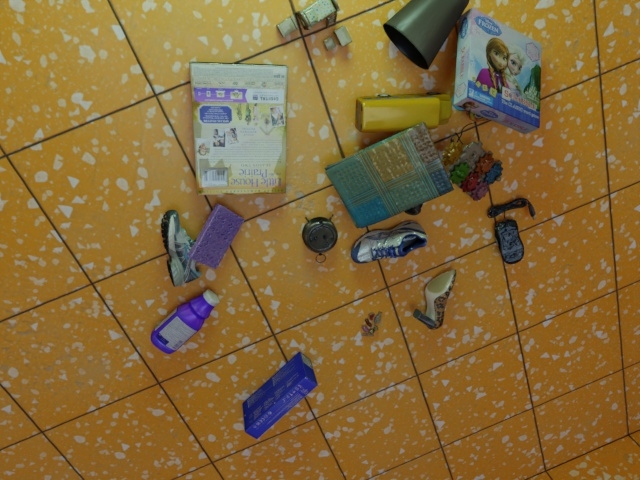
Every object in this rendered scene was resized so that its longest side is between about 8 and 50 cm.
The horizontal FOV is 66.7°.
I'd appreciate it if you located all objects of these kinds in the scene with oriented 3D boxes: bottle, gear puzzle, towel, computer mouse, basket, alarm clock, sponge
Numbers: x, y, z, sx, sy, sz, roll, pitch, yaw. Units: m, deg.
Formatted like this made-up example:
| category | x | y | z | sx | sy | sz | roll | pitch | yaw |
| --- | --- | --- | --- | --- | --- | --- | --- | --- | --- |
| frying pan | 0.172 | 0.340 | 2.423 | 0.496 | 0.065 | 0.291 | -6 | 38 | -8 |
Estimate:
| category | x | y | z | sx | sy | sz | roll | pitch | yaw |
| --- | --- | --- | --- | --- | --- | --- | --- | --- | --- |
| bottle | -0.499 | 0.297 | 1.812 | 0.283 | 0.092 | 0.118 | -42 | 116 | 8 |
| gear puzzle | 0.551 | -0.263 | 1.760 | 0.338 | 0.044 | 0.176 | 25 | 107 | -41 |
| towel | 0.236 | -0.213 | 1.675 | 0.369 | 0.040 | 0.272 | -23 | 114 | 17 |
| computer mouse | 0.782 | -0.046 | 1.957 | 0.183 | 0.060 | 0.262 | -24 | 104 | 4 |
| basket | 0.344 | -0.696 | 1.529 | 0.204 | 0.154 | 0.227 | 38 | 98 | -25 |
| alarm clock | 0.000 | 0.000 | 1.808 | 0.129 | 0.064 | 0.192 | -7 | 118 | -9 |
| sponge | -0.363 | -0.012 | 1.695 | 0.117 | 0.031 | 0.210 | 30 | 89 | -42 |

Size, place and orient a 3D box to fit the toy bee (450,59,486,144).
| category | x | y | z | sx | sy | sz | roll | pitch | yaw |
| --- | --- | --- | --- | --- | --- | --- | --- | --- | --- |
| toy bee | 0.543 | -0.473 | 1.659 | 0.195 | 0.162 | 0.299 | -48 | 135 | -38 |

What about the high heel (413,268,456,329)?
| category | x | y | z | sx | sy | sz | roll | pitch | yaw |
| --- | --- | --- | --- | --- | --- | --- | --- | --- | --- |
| high heel | 0.509 | 0.248 | 2.027 | 0.186 | 0.093 | 0.261 | 34 | 95 | -41 |

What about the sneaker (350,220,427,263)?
| category | x | y | z | sx | sy | sz | roll | pitch | yaw |
| --- | --- | --- | --- | --- | --- | --- | --- | --- | --- |
| sneaker | 0.258 | 0.017 | 1.831 | 0.296 | 0.131 | 0.112 | -24 | 118 | 1 |

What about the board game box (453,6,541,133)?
| category | x | y | z | sx | sy | sz | roll | pitch | yaw |
| --- | --- | --- | --- | --- | --- | --- | --- | --- | --- |
| board game box | 0.582 | -0.544 | 1.579 | 0.318 | 0.065 | 0.319 | 12 | 76 | -25 |

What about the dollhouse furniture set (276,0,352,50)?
| category | x | y | z | sx | sy | sz | roll | pitch | yaw |
| --- | --- | --- | --- | --- | --- | --- | --- | --- | --- |
| dollhouse furniture set | -0.013 | -0.638 | 1.500 | 0.181 | 0.101 | 0.161 | -32 | 116 | 3 |

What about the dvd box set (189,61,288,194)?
| category | x | y | z | sx | sy | sz | roll | pitch | yaw |
| --- | --- | --- | --- | --- | --- | --- | --- | --- | --- |
| dvd box set | -0.261 | -0.358 | 1.593 | 0.307 | 0.062 | 0.421 | -3 | 113 | -11 |

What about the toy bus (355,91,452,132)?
| category | x | y | z | sx | sy | sz | roll | pitch | yaw |
| --- | --- | --- | --- | --- | --- | --- | --- | --- | --- |
| toy bus | 0.285 | -0.432 | 1.638 | 0.332 | 0.130 | 0.108 | -5 | 114 | -10 |

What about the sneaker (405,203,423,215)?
| category | x | y | z | sx | sy | sz | roll | pitch | yaw |
| --- | --- | --- | --- | --- | --- | --- | --- | --- | --- |
| sneaker | 0.277 | -0.209 | 1.771 | 0.267 | 0.101 | 0.106 | 42 | 69 | -17 |

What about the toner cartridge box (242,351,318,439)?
| category | x | y | z | sx | sy | sz | roll | pitch | yaw |
| --- | --- | --- | --- | --- | --- | --- | --- | --- | --- |
| toner cartridge box | -0.171 | 0.631 | 1.990 | 0.348 | 0.165 | 0.075 | -43 | 115 | 9 |

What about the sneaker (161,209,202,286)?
| category | x | y | z | sx | sy | sz | roll | pitch | yaw |
| --- | --- | --- | --- | --- | --- | --- | --- | --- | --- |
| sneaker | -0.482 | 0.019 | 1.705 | 0.122 | 0.110 | 0.283 | -14 | 119 | -26 |

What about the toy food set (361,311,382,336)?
| category | x | y | z | sx | sy | sz | roll | pitch | yaw |
| --- | --- | --- | --- | --- | --- | --- | --- | --- | --- |
| toy food set | 0.212 | 0.351 | 2.028 | 0.077 | 0.019 | 0.122 | 6 | 112 | -14 |
